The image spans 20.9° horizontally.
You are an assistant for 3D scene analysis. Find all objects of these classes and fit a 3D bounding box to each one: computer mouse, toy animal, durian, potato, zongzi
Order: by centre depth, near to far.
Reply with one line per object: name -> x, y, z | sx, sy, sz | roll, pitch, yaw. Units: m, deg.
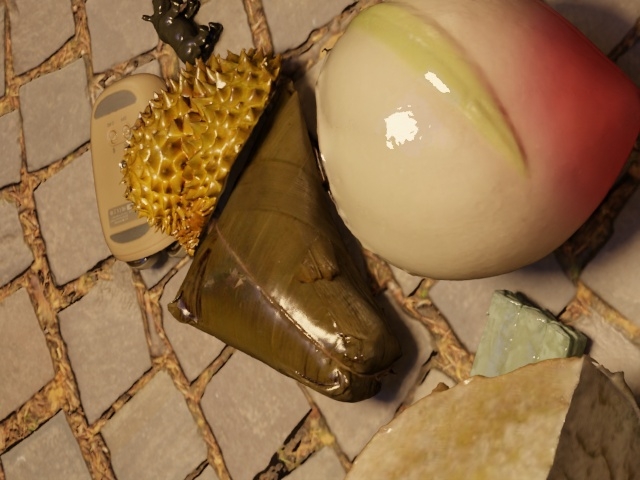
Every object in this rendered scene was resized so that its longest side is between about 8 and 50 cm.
potato -> 0.184, 0.238, 1.691 | 0.264, 0.189, 0.211 | -2, 62, 41
zongzi -> 0.000, 0.000, 1.895 | 0.274, 0.145, 0.300 | 25, 94, 35
durian -> -0.139, -0.128, 1.977 | 0.138, 0.183, 0.249 | 30, 76, 5
computer mouse -> -0.213, -0.086, 2.121 | 0.145, 0.082, 0.236 | -20, 76, 39
toy animal -> -0.177, -0.268, 2.127 | 0.135, 0.047, 0.065 | 49, 121, 30

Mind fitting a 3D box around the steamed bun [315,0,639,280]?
steamed bun -> 0.168, -0.113, 1.658 | 0.309, 0.309, 0.309 | -4, 84, 42

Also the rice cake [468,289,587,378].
rice cake -> 0.193, 0.170, 1.765 | 0.124, 0.038, 0.211 | 32, 109, 38
